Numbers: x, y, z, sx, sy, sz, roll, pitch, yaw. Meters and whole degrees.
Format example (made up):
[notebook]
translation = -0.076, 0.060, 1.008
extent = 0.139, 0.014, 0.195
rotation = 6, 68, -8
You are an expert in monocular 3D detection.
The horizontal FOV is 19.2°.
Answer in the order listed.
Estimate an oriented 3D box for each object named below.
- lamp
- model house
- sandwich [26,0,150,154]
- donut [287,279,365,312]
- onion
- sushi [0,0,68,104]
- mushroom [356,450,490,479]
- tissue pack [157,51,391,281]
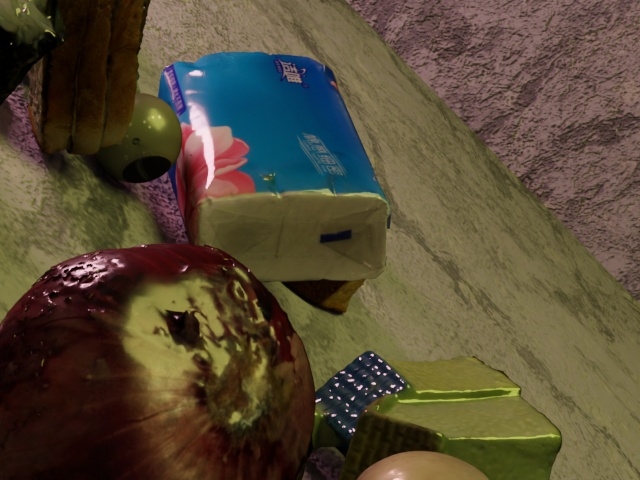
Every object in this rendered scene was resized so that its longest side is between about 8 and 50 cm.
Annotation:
[lamp]
translation = -0.196, -0.138, 1.890
extent = 0.091, 0.091, 0.163
rotation = 24, 39, -57
[model house]
translation = 0.077, 0.206, 1.743
extent = 0.189, 0.195, 0.214
rotation = 10, 18, -29
[sandwich]
translation = -0.242, -0.233, 1.789
extent = 0.095, 0.249, 0.273
rotation = -4, 38, -20
[donut]
translation = 0.000, 0.001, 2.145
extent = 0.141, 0.085, 0.217
rotation = 55, 14, 28
[onion]
translation = -0.124, 0.120, 1.268
extent = 0.252, 0.219, 0.252
rotation = 10, 75, -38
[sushi]
translation = -0.339, -0.218, 1.573
extent = 0.211, 0.171, 0.350
rotation = 34, 20, -38
[mushroom]
translation = 0.067, 0.281, 1.423
extent = 0.246, 0.202, 0.246
rotation = 179, -90, -86
[tissue pack]
translation = -0.052, -0.080, 1.968
extent = 0.209, 0.137, 0.269
rotation = 1, 34, -15
